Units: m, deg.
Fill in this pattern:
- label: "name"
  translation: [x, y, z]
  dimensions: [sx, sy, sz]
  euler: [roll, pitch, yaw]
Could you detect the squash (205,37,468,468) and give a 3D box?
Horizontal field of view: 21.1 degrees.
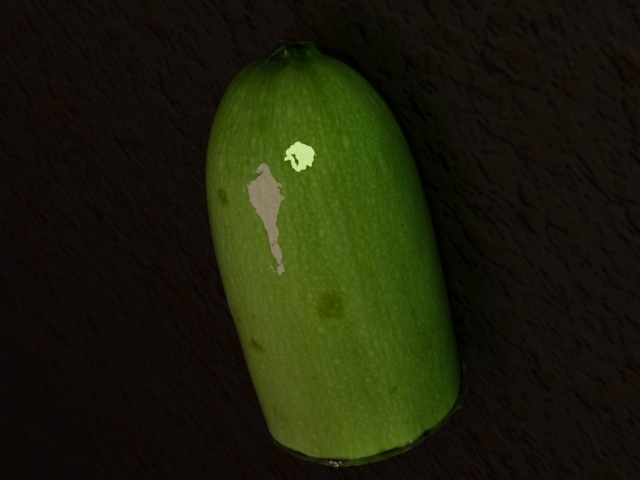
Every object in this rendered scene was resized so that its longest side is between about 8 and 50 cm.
- label: "squash"
  translation: [0.000, 0.000, 1.004]
  dimensions: [0.132, 0.132, 0.247]
  euler: [21, 138, 44]
